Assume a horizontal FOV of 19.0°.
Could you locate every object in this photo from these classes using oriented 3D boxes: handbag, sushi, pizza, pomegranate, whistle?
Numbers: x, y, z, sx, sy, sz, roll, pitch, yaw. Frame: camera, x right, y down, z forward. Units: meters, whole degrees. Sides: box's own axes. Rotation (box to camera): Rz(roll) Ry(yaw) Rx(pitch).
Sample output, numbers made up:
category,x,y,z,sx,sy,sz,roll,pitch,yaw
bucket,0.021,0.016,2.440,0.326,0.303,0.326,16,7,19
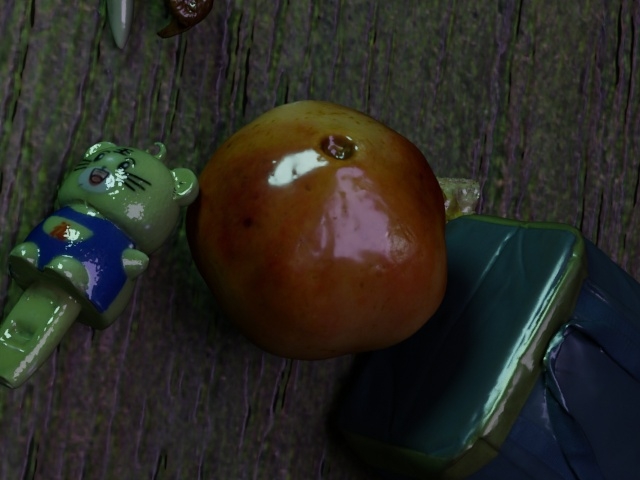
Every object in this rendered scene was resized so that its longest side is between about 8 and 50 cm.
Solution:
category,x,y,z,sx,sy,sz,roll,pitch,yaw
handbag,0.182,0.134,1.588,0.241,0.222,0.263,41,67,-30
sushi,-0.112,-0.224,1.515,0.052,0.055,0.120,-16,104,-26
pizza,0.105,-0.029,1.663,0.108,0.026,0.123,-41,108,-31
pomegranate,-0.001,-0.004,1.482,0.209,0.209,0.209,3,85,-33
whistle,-0.179,0.013,1.429,0.227,0.105,0.085,-56,148,-24

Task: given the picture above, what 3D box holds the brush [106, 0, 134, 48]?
category,x,y,z,sx,sy,sz,roll,pitch,yaw
brush,-0.154,-0.300,1.504,0.042,0.039,0.299,-1,88,-34
